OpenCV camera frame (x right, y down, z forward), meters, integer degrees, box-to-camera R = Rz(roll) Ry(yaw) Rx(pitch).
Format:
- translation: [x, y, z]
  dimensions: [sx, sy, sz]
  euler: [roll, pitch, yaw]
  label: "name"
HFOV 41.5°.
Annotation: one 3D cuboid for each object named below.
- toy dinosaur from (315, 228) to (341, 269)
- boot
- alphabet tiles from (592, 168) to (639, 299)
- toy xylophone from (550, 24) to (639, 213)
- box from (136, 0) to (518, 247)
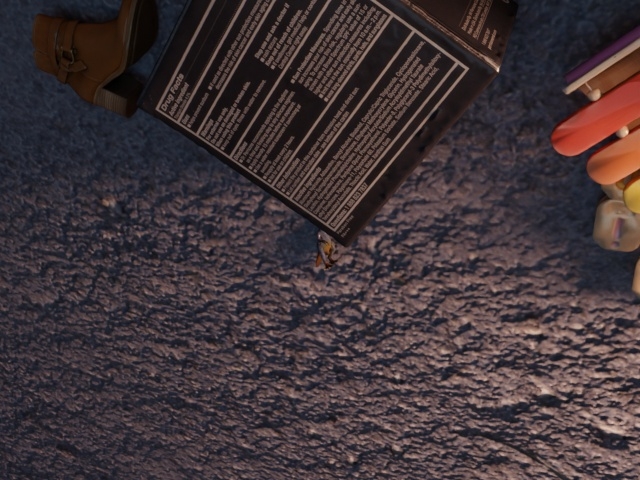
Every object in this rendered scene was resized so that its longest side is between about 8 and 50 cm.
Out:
- translation: [0.000, 0.000, 1.195]
  dimensions: [0.090, 0.047, 0.082]
  euler: [-14, 102, 43]
  label: "toy dinosaur"
- translation: [-0.298, -0.263, 1.091]
  dimensions: [0.152, 0.073, 0.197]
  euler: [28, 129, 5]
  label: "boot"
- translation: [0.469, -0.036, 0.974]
  dimensions: [0.284, 0.021, 0.277]
  euler: [8, 123, 17]
  label: "alphabet tiles"
- translation: [0.414, -0.107, 0.888]
  dimensions: [0.323, 0.081, 0.236]
  euler: [42, 126, -7]
  label: "toy xylophone"
- translation: [0.006, -0.205, 0.932]
  dimensions: [0.294, 0.182, 0.296]
  euler: [34, 130, -7]
  label: "box"
